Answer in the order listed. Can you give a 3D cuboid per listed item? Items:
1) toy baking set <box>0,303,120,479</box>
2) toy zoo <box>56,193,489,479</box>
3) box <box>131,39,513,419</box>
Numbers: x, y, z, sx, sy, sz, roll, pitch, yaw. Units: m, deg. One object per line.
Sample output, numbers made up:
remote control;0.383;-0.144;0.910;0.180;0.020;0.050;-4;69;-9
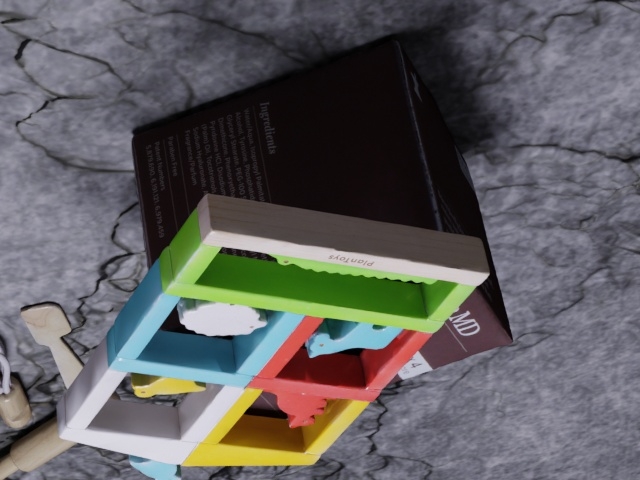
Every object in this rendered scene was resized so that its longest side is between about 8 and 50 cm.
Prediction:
toy baking set;-0.269;0.137;1.551;0.256;0.030;0.197;-29;143;27
toy zoo;-0.046;0.078;1.212;0.192;0.030;0.293;9;142;-26
box;0.000;0.000;1.291;0.203;0.167;0.168;-19;146;13
